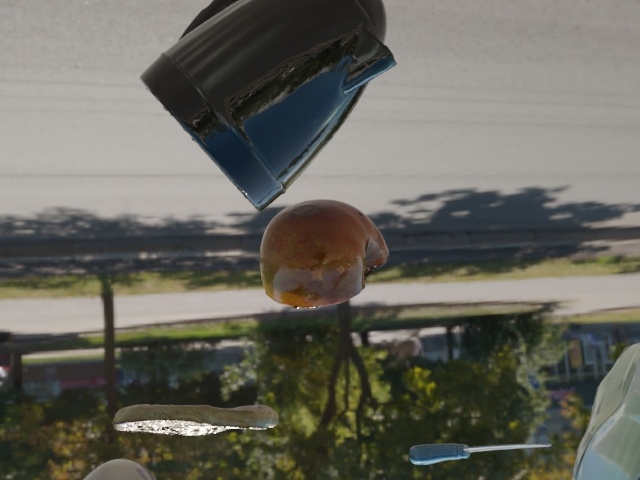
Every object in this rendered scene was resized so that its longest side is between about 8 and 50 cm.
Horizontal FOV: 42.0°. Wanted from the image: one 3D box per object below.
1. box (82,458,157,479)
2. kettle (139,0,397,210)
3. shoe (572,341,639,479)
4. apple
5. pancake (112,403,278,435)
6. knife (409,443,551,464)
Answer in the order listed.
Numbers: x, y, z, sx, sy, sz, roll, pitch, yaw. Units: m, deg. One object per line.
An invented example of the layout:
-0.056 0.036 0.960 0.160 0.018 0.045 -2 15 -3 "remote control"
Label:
-0.374 0.567 1.442 0.349 0.288 0.141 -43 155 26 "box"
-0.044 -0.201 0.968 0.271 0.207 0.251 -42 -160 -1 "kettle"
0.457 0.269 1.268 0.095 0.265 0.110 33 174 -1 "shoe"
0.000 0.000 1.775 0.251 0.163 0.293 0 -148 21 "apple"
-0.262 0.377 1.760 0.356 0.065 0.356 -2 164 -1 "pancake"
0.251 0.340 1.349 0.244 0.032 0.058 -16 151 36 "knife"
